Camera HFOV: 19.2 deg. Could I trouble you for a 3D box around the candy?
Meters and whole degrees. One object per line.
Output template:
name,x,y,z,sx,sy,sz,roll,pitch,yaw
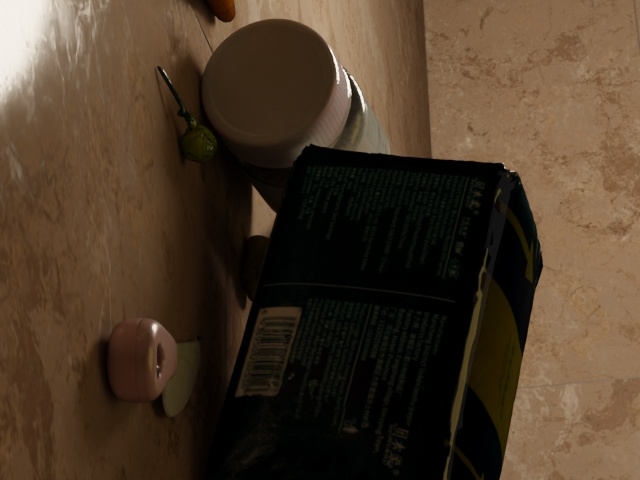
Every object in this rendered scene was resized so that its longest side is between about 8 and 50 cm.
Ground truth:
candy,-0.135,-0.124,1.858,0.035,0.035,0.123,-66,145,-37

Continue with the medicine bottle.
medicine bottle,-0.024,-0.125,2.103,0.273,0.165,0.165,52,33,-66

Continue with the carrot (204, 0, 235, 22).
carrot,-0.113,-0.279,2.004,0.257,0.061,0.061,48,36,-80

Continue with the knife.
knife,-0.132,0.117,1.683,0.336,0.043,0.081,36,54,-80

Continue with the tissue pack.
tissue pack,0.062,0.133,1.924,0.253,0.264,0.417,65,34,-56

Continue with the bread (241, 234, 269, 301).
bread,-0.069,0.029,2.132,0.088,0.033,0.049,-84,171,-53
